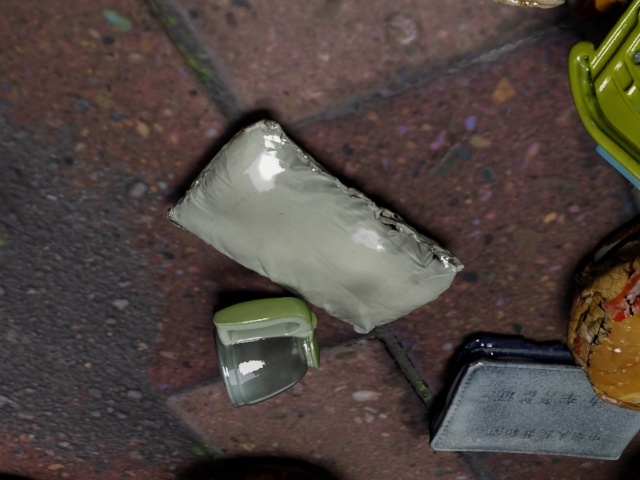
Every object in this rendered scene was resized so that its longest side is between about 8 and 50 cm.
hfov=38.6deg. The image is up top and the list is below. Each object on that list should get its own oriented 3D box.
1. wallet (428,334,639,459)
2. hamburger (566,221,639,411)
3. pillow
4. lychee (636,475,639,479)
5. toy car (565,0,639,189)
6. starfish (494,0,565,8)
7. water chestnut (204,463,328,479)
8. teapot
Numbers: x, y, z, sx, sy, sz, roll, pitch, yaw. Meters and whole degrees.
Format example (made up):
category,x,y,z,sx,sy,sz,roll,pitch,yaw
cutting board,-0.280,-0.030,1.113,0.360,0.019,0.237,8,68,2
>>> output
category,x,y,z,sx,sy,sz,roll,pitch,yaw
wallet,0.224,0.163,0.904,0.222,0.036,0.167,7,135,-8
hamburger,0.322,0.064,0.760,0.231,0.107,0.231,4,141,3
pillow,0.000,0.000,0.722,0.229,0.051,0.128,33,127,-29
lychee,0.428,0.337,0.930,0.270,0.270,0.320,27,140,-26
toy car,0.267,-0.132,0.512,0.142,0.200,0.248,1,135,-45
starfish,0.049,-0.197,0.521,0.238,0.057,0.213,31,125,-35
water chestnut,-0.059,0.348,0.985,0.223,0.238,0.224,-1,92,-13
teapot,-0.043,0.092,0.778,0.090,0.092,0.124,-14,180,-2
